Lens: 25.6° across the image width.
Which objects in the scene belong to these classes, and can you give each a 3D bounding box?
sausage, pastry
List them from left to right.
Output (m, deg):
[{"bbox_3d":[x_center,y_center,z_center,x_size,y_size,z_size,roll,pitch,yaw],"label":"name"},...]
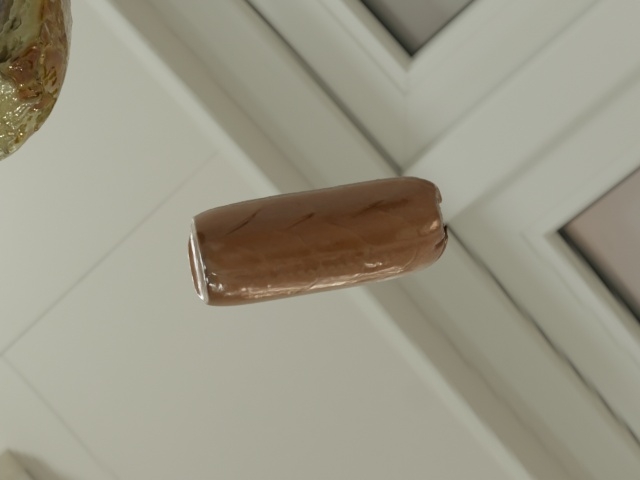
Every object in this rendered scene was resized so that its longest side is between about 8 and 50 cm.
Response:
[{"bbox_3d":[-0.344,-0.189,1.439,0.170,0.236,0.256,51,-162,-46],"label":"pastry"},{"bbox_3d":[0.001,0.000,1.630,0.304,0.121,0.121,-10,-130,-9],"label":"sausage"}]
